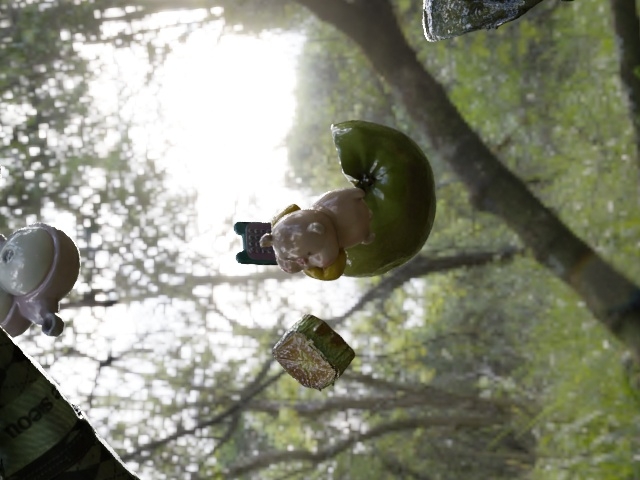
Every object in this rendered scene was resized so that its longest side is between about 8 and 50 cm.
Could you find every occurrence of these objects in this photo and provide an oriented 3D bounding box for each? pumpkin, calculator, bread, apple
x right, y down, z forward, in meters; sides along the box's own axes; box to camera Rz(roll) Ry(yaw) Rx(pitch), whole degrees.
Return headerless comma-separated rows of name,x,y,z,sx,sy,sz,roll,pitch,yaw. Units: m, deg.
pumpkin,0.171,-0.342,1.312,0.148,0.169,0.312,61,-170,-15
calculator,-0.060,0.005,1.644,0.019,0.141,0.094,128,140,-60
bread,-0.011,0.201,1.942,0.069,0.128,0.140,-43,-4,-37
apple,0.104,-0.071,2.070,0.258,0.233,0.295,109,176,-78

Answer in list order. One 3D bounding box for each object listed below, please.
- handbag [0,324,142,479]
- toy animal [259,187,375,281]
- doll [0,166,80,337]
handbag,-0.399,0.169,0.932,0.317,0.180,0.416,-45,-66,-18
toy animal,0.000,0.000,1.128,0.082,0.114,0.091,-26,-82,-75
doll,-0.416,-0.001,1.366,0.160,0.365,0.094,-51,-32,4
